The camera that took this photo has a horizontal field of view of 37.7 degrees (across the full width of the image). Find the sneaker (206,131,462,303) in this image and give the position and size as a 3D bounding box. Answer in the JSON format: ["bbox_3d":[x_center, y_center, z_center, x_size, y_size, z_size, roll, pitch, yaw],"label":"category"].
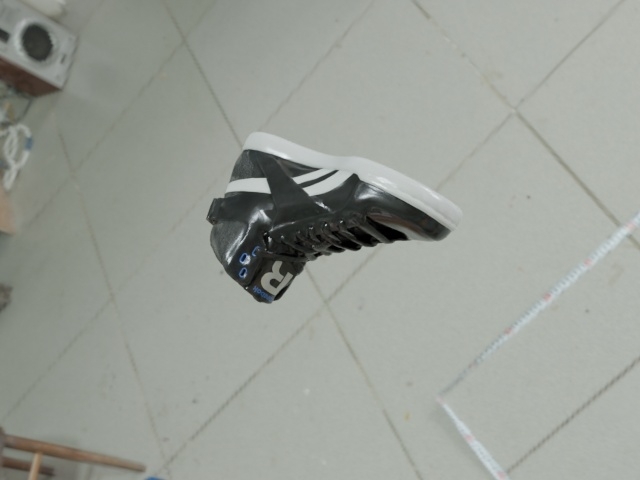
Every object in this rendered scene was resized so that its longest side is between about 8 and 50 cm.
[{"bbox_3d":[0.000,0.000,0.690,0.217,0.079,0.121,21,83,47],"label":"sneaker"}]
